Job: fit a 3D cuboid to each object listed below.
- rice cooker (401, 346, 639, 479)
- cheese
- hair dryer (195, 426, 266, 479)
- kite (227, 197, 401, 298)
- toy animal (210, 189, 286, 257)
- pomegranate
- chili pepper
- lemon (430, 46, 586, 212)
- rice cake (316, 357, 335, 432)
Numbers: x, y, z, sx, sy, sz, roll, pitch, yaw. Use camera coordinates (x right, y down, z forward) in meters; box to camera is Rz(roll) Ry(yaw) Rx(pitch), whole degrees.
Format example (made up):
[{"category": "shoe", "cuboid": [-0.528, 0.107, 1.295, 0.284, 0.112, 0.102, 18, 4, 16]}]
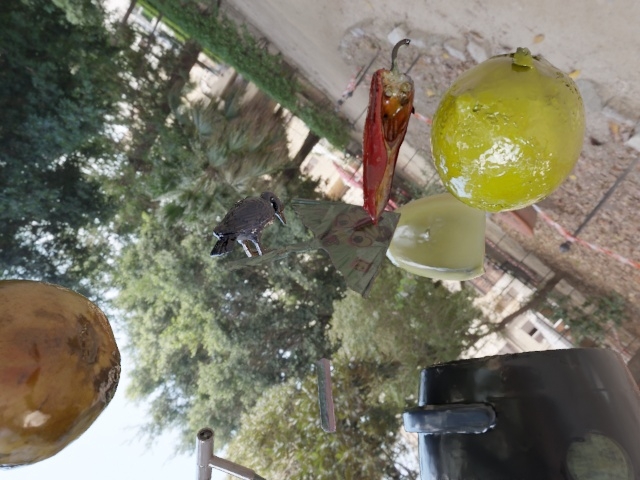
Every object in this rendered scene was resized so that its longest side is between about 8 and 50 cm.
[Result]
[{"category": "rice cooker", "cuboid": [0.231, 0.242, 0.451, 0.267, 0.267, 0.225, 22, -123, -48]}, {"category": "cheese", "cuboid": [0.330, -0.013, 1.224, 0.315, 0.260, 0.128, 3, -179, 14]}, {"category": "hair dryer", "cuboid": [-0.267, 0.667, 1.232, 0.220, 0.195, 0.054, 11, -156, 7]}, {"category": "kite", "cuboid": [0.000, 0.001, 0.550, 0.229, 0.250, 0.012, -123, 18, -47]}, {"category": "toy animal", "cuboid": [-0.195, -0.037, 1.181, 0.122, 0.185, 0.298, 2, -164, 39]}, {"category": "pomegranate", "cuboid": [-0.500, 0.216, 0.693, 0.322, 0.322, 0.322, 35, -167, -9]}, {"category": "chili pepper", "cuboid": [0.082, -0.141, 0.521, 0.059, 0.268, 0.050, 13, 166, -18]}, {"category": "lemon", "cuboid": [0.221, -0.122, 0.499, 0.206, 0.173, 0.173, 51, -179, -40]}, {"category": "rice cake", "cuboid": [0.015, 0.438, 1.176, 0.047, 0.036, 0.207, 33, -141, -40]}]
